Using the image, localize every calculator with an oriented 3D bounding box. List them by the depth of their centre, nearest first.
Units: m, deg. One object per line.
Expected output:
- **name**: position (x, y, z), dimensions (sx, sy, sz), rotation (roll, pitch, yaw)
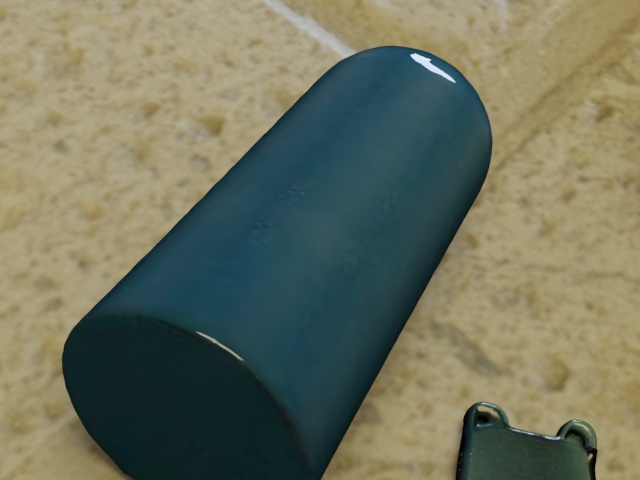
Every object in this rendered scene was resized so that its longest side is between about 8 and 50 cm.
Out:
- **calculator**: position (0.098, 0.144, 0.821), dimensions (0.094, 0.019, 0.141), rotation (11, 53, -2)

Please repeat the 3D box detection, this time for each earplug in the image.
- **earplug**: position (0.000, 0.000, 0.849), dimensions (0.132, 0.132, 0.273), rotation (28, 49, 10)
